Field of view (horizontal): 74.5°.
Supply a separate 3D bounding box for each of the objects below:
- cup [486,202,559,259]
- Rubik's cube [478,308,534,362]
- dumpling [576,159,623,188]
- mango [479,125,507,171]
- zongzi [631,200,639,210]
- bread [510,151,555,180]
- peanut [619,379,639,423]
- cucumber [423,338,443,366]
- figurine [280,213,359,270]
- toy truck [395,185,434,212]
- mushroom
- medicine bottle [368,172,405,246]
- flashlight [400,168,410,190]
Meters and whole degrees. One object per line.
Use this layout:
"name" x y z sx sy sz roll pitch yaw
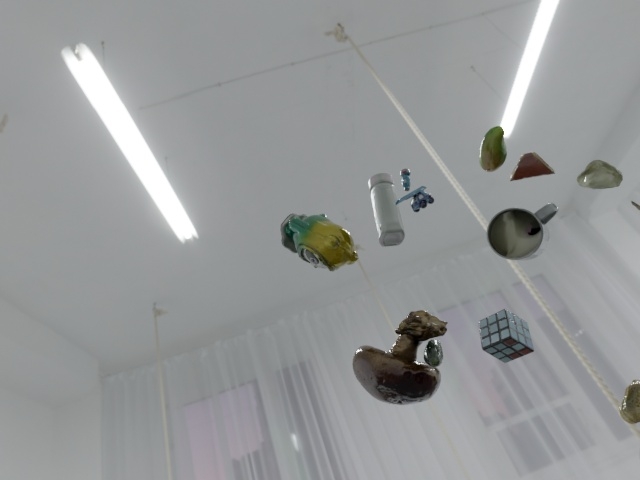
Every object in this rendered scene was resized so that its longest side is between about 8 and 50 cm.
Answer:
"cup" 0.961 -0.052 1.962 0.323 0.237 0.327 -44 -25 24
"Rubik's cube" 0.842 0.437 1.922 0.162 0.160 0.163 32 -48 -19
"dumpling" 1.274 -0.304 1.935 0.100 0.169 0.134 -25 -68 -13
"mango" 0.789 -0.410 1.917 0.111 0.125 0.233 -42 -31 -29
"zongzi" 1.170 0.017 1.314 0.500 0.218 0.467 11 -6 14
"bread" 0.984 -0.351 1.977 0.192 0.119 0.067 -10 10 30
"peanut" 1.182 0.599 1.569 0.194 0.083 0.093 -43 17 -27
"cucumber" 0.400 0.391 1.484 0.069 0.069 0.227 -34 -7 16
"figurine" 0.000 0.000 1.790 0.323 0.340 0.231 37 -101 -44
"toy truck" 0.330 -0.134 1.472 0.136 0.074 0.063 -30 -3 -29
"mushroom" 0.289 0.452 1.621 0.331 0.356 0.334 -3 -8 -8
"medicine bottle" 0.271 -0.132 1.743 0.111 0.296 0.161 -5 -27 1
"flashlight" 0.416 -0.293 2.036 0.051 0.129 0.051 0 -32 0
